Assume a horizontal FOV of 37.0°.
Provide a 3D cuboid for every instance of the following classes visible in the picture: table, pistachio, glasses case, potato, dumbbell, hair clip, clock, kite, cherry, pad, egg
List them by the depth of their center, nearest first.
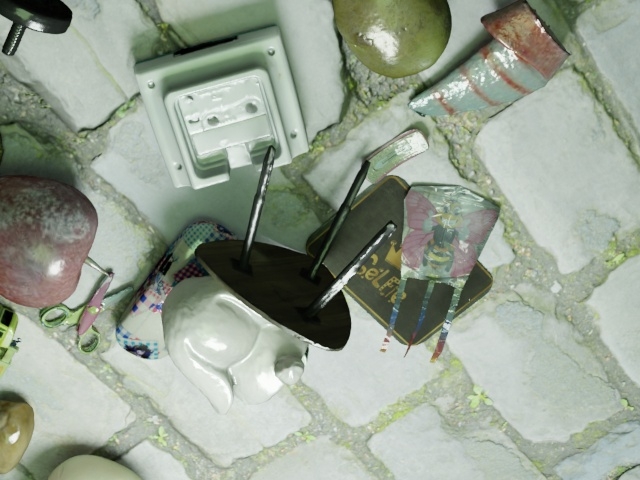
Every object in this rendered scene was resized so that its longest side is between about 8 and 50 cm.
[{"bbox_3d":[-0.424,-0.429,1.477,0.143,0.143,0.326,23,114,-21],"label":"dumbbell"},{"bbox_3d":[0.111,-0.386,1.589,0.174,0.159,0.251,-51,131,-10],"label":"potato"},{"bbox_3d":[-0.166,-0.224,1.657,0.262,0.116,0.231,-16,121,-1],"label":"clock"},{"bbox_3d":[0.000,0.000,1.674,0.317,0.317,0.249,21,114,-20],"label":"table"},{"bbox_3d":[-0.497,0.002,1.677,0.285,0.213,0.236,30,103,-14],"label":"cherry"},{"bbox_3d":[0.139,-0.159,1.798,0.137,0.022,0.054,-33,119,10],"label":"hair clip"},{"bbox_3d":[-0.275,0.100,1.847,0.125,0.076,0.327,29,111,-26],"label":"glasses case"},{"bbox_3d":[0.227,0.066,1.884,0.204,0.022,0.361,11,99,-15],"label":"kite"},{"bbox_3d":[0.144,0.085,1.918,0.315,0.063,0.375,-40,118,14],"label":"pad"},{"bbox_3d":[-0.645,0.403,1.952,0.108,0.126,0.186,36,120,20],"label":"pistachio"},{"bbox_3d":[-0.475,0.559,2.037,0.264,0.174,0.286,-26,145,7],"label":"egg"}]

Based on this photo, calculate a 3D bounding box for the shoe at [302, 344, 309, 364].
[{"bbox_3d":[-0.146,0.211,1.916,0.264,0.110,0.095,-1,121,-12],"label":"shoe"}]

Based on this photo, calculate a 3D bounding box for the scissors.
[{"bbox_3d":[-0.448,0.135,1.872,0.187,0.020,0.133,-41,114,16],"label":"scissors"}]

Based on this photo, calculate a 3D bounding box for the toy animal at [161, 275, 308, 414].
[{"bbox_3d":[-0.165,0.164,1.746,0.265,0.206,0.272,40,90,-30],"label":"toy animal"}]

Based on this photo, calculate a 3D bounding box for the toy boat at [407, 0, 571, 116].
[{"bbox_3d":[0.295,-0.295,1.719,0.282,0.096,0.206,-36,134,22],"label":"toy boat"}]

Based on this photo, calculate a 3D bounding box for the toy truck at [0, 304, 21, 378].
[{"bbox_3d":[-0.639,0.206,1.849,0.100,0.077,0.169,25,112,-19],"label":"toy truck"}]

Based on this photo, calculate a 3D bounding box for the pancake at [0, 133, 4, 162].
[{"bbox_3d":[-0.684,-0.158,1.655,0.249,0.031,0.250,-4,120,-8],"label":"pancake"}]
